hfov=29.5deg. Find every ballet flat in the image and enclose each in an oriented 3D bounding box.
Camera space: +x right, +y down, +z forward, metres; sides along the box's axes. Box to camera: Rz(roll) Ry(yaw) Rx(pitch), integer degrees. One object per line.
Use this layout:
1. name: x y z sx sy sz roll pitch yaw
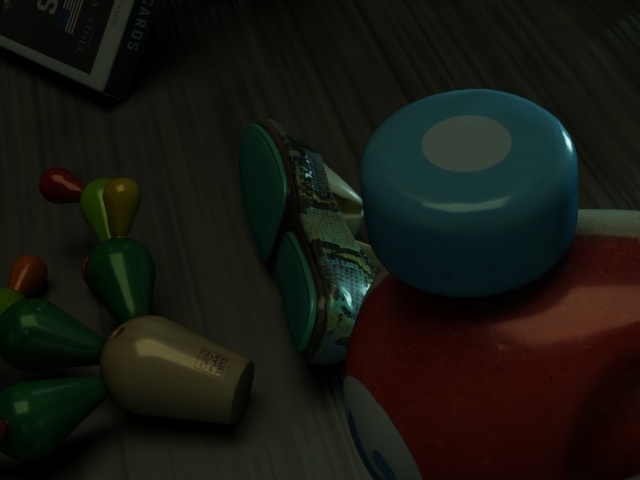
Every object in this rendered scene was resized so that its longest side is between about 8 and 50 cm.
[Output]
1. ballet flat: 0.000 0.000 0.665 0.070 0.070 0.188 -13 43 -4

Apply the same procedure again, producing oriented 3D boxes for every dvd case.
1. dvd case: -0.199 -0.222 0.879 0.238 0.179 0.029 26 10 34

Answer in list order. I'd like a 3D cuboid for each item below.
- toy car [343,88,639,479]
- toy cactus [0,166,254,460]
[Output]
1. toy car: 0.101 0.105 0.397 0.210 0.219 0.238 1 43 12
2. toy cactus: -0.122 0.043 0.612 0.180 0.112 0.219 14 37 11
